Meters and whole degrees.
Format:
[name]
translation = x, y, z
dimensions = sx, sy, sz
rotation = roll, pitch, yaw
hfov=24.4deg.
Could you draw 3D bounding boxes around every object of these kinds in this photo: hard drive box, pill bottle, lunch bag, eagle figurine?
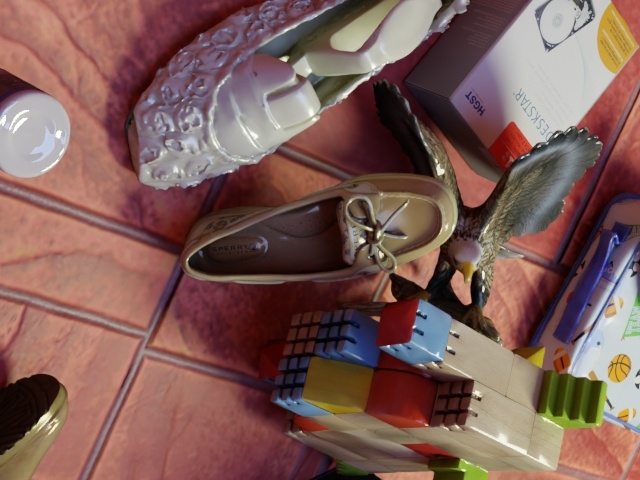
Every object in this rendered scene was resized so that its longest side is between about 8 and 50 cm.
[hard drive box]
translation = 0.233, -0.202, 1.695
dimensions = 0.232, 0.089, 0.181
rotation = -51, 130, -8
[pill bottle]
translation = -0.285, -0.110, 1.305
dimensions = 0.078, 0.137, 0.078
rotation = -16, 117, -33
[lunch bag]
translation = 0.411, 0.090, 1.942
dimensions = 0.243, 0.115, 0.303
rotation = 27, 90, -36
[eagle figurine]
translation = 0.165, -0.033, 1.623
dimensions = 0.226, 0.225, 0.298
rotation = -7, 119, -27

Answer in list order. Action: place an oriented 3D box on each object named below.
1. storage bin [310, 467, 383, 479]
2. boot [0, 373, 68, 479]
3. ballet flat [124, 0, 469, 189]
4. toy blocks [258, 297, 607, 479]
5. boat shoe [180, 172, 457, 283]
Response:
[storage bin]
translation = 0.007, 0.350, 1.736
dimensions = 0.180, 0.122, 0.084
rotation = -22, 121, -29
[boot]
translation = -0.285, 0.287, 1.517
dimensions = 0.236, 0.089, 0.269
rotation = -41, 129, -3
[ballet flat]
translation = -0.012, -0.184, 1.487
dimensions = 0.409, 0.147, 0.147
rotation = -37, 127, -18
[toy blocks]
translation = 0.069, 0.160, 1.578
dimensions = 0.261, 0.381, 0.190
rotation = 30, 64, -34
[boat shoe]
translation = 0.000, 0.000, 1.508
dimensions = 0.285, 0.089, 0.104
rotation = -13, 100, 6
